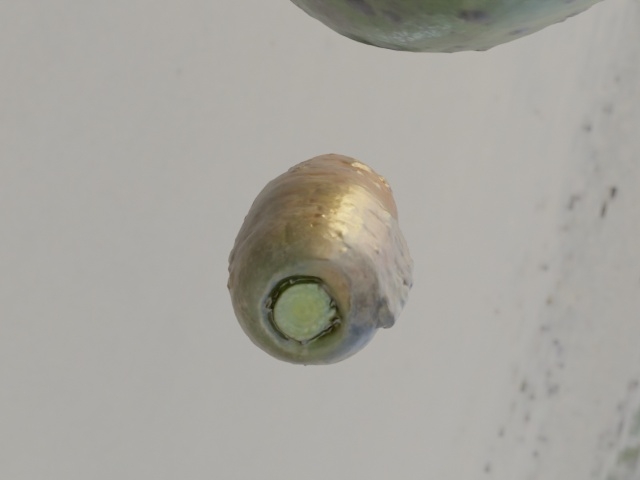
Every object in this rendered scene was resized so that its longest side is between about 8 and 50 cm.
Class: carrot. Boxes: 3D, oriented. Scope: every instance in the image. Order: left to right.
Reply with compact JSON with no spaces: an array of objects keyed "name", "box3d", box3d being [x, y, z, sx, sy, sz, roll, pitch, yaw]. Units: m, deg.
[{"name":"carrot","box3d":[0.000,0.000,1.355,0.302,0.138,0.139,-92,-167,-75]}]

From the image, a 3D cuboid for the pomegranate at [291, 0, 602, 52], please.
[{"name":"pomegranate","box3d":[0.068,-0.199,0.645,0.254,0.270,0.254,45,-37,50]}]
